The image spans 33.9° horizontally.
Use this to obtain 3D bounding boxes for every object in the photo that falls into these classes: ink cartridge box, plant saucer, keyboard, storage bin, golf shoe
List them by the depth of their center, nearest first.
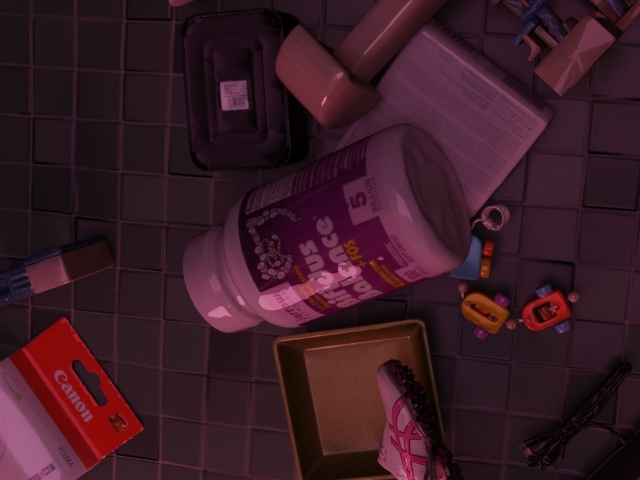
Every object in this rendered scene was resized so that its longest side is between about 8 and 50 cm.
[{"bbox_3d":[0.096,0.228,1.193,0.086,0.067,0.186,-21,93,18],"label":"golf shoe"},{"bbox_3d":[0.361,0.239,1.194,0.201,0.033,0.317,41,105,-1],"label":"keyboard"},{"bbox_3d":[0.130,-0.112,1.202,0.181,0.056,0.224,39,124,6],"label":"ink cartridge box"},{"bbox_3d":[-0.087,-0.174,1.220,0.122,0.084,0.180,-2,97,14],"label":"storage bin"},{"bbox_3d":[0.052,0.191,1.258,0.189,0.045,0.188,-9,96,15],"label":"plant saucer"},{"bbox_3d":[-0.378,0.240,1.373,0.232,0.066,0.189,-37,88,21],"label":"ink cartridge box"}]

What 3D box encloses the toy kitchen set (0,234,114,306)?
[{"bbox_3d":[-0.396,-0.005,1.304,0.207,0.122,0.166,-19,93,16],"label":"toy kitchen set"}]

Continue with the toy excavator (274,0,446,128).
[{"bbox_3d":[0.140,-0.329,0.987,0.433,0.445,0.222,-38,71,-10],"label":"toy excavator"}]

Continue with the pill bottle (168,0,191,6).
[{"bbox_3d":[-0.194,-0.371,1.205,0.108,0.108,0.193,-35,88,17],"label":"pill bottle"}]

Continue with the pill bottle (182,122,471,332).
[{"bbox_3d":[0.000,0.000,1.170,0.302,0.169,0.169,-23,92,27],"label":"pill bottle"}]

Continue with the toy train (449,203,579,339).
[{"bbox_3d":[0.211,0.043,1.197,0.125,0.046,0.166,-32,93,15],"label":"toy train"}]

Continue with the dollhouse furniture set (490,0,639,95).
[{"bbox_3d":[0.253,-0.247,1.058,0.129,0.184,0.129,44,115,4],"label":"dollhouse furniture set"}]
